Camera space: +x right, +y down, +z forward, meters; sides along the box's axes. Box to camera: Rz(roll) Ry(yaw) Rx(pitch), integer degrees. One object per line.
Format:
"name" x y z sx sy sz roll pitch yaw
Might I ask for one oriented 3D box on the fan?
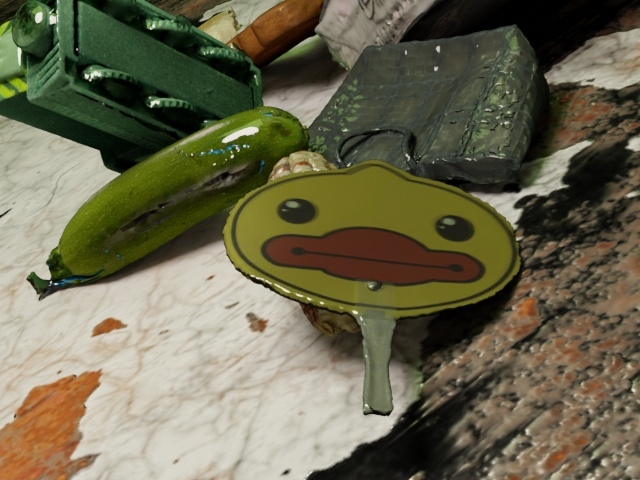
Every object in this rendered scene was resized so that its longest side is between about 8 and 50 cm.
"fan" 0.038 0.019 0.806 0.230 0.011 0.335 5 31 0

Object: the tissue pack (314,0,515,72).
"tissue pack" 0.201 -0.340 1.165 0.394 0.124 0.288 -35 -6 -21

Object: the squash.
"squash" -0.157 -0.037 1.060 0.332 0.087 0.087 -29 24 19

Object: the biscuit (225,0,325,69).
"biscuit" 0.001 -0.288 1.346 0.306 0.043 0.284 -31 5 -12

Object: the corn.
"corn" 0.000 0.000 0.909 0.080 0.079 0.237 -23 31 2

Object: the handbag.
"handbag" 0.094 -0.112 1.031 0.270 0.088 0.175 1 44 40

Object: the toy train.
"toy train" -0.198 -0.148 1.110 0.178 0.330 0.138 -15 70 32

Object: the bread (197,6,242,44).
"bread" -0.185 -0.249 1.486 0.182 0.039 0.251 -34 15 5
